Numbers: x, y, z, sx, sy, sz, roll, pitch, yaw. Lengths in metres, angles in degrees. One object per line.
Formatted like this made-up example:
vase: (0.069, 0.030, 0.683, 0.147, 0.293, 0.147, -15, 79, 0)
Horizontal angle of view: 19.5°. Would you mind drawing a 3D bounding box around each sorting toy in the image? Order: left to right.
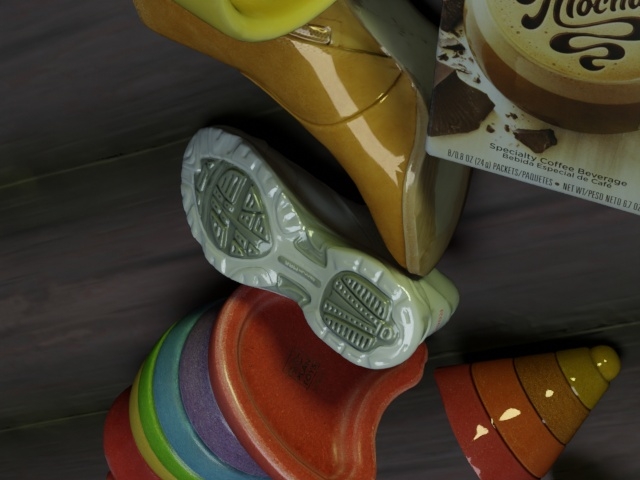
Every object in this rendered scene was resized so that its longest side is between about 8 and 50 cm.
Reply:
sorting toy: (0.233, 0.198, 1.412, 0.126, 0.127, 0.365, -33, 119, 14)

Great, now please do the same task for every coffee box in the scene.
coffee box: (0.162, -0.166, 1.025, 0.168, 0.119, 0.297, 16, 139, 12)

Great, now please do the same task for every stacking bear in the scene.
stacking bear: (-0.076, 0.136, 1.453, 0.164, 0.175, 0.289, 37, 146, -14)

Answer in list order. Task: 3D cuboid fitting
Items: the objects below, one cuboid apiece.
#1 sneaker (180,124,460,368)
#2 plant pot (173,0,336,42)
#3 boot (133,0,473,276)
sneaker: (0.000, 0.000, 1.311, 0.232, 0.115, 0.090, 43, 118, 19)
plant pot: (-0.067, -0.270, 0.961, 0.239, 0.254, 0.254, 34, 142, 15)
boot: (-0.015, -0.118, 1.200, 0.211, 0.104, 0.295, 13, 133, 24)
